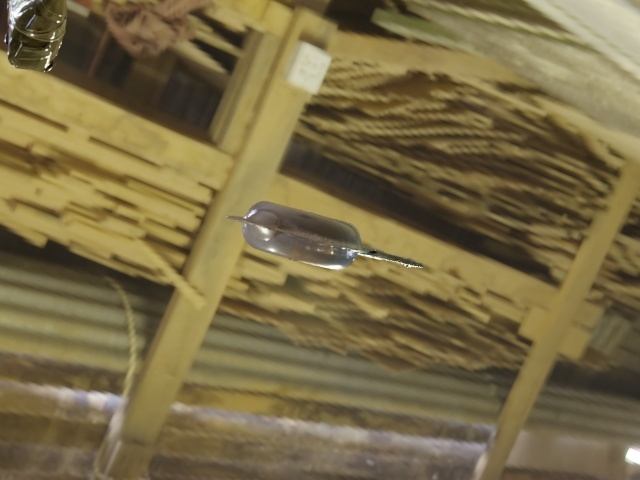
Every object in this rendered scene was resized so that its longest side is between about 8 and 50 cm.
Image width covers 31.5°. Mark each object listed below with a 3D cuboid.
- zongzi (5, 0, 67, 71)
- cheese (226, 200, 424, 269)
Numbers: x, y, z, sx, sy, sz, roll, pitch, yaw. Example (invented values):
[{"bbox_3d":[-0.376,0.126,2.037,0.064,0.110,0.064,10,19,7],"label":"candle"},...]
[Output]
[{"bbox_3d":[-0.414,-0.372,1.691,0.081,0.178,0.189,9,-129,-27],"label":"zongzi"},{"bbox_3d":[0.000,0.000,1.173,0.135,0.052,0.244,17,-178,37],"label":"cheese"}]
